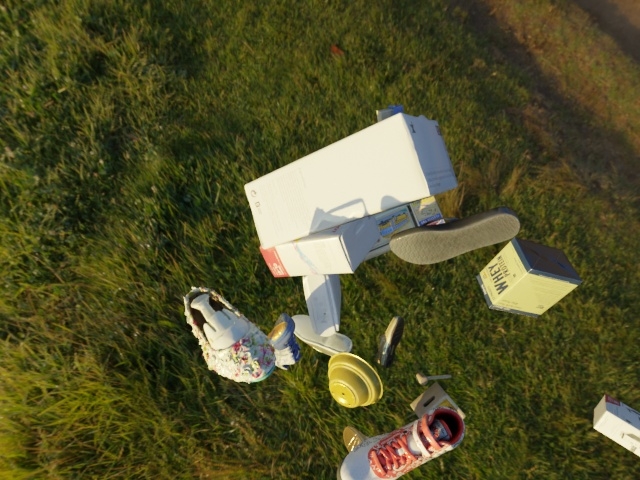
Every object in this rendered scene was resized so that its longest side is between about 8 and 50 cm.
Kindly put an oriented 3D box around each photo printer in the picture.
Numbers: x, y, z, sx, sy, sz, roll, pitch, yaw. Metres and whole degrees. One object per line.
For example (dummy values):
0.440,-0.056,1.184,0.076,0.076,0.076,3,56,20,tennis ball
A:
0.013,0.174,1.544,0.107,0.307,0.256,-8,110,8,photo printer

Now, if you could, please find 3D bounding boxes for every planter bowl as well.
0.098,0.504,1.397,0.217,0.217,0.090,41,42,11,planter bowl

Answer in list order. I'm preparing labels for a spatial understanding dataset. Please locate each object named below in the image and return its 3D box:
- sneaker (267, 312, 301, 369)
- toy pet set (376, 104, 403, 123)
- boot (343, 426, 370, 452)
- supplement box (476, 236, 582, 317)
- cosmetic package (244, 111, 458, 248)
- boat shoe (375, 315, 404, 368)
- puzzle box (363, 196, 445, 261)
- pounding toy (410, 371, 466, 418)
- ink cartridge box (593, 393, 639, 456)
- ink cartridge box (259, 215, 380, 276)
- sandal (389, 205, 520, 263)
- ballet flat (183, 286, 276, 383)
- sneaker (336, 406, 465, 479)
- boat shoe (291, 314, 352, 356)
-0.111,0.336,1.332,0.130,0.296,0.112,28,55,-1,sneaker
0.185,-0.290,1.058,0.065,0.122,0.114,-11,113,-4,toy pet set
0.193,0.681,1.339,0.213,0.165,0.077,31,111,40,boot
0.273,0.051,0.538,0.083,0.083,0.056,13,43,-16,supplement box
0.060,-0.115,0.847,0.384,0.217,0.156,-16,92,35,cosmetic package
0.237,0.352,1.442,0.072,0.068,0.190,20,91,47,boat shoe
0.263,-0.094,1.629,0.408,0.052,0.272,-24,64,16,puzzle box
0.410,0.554,1.413,0.181,0.094,0.206,-41,107,0,pounding toy
0.707,0.428,0.921,0.135,0.099,0.056,30,112,27,ink cartridge box
0.000,0.000,1.272,0.306,0.131,0.226,-4,28,36,ink cartridge box
0.271,-0.012,0.837,0.254,0.097,0.055,-13,40,18,sandal
-0.151,0.129,0.600,0.091,0.241,0.077,-38,120,-24,ballet flat
0.166,0.412,0.812,0.269,0.145,0.090,-8,51,-27,sneaker
-0.001,0.412,1.714,0.304,0.091,0.109,21,57,26,boat shoe
